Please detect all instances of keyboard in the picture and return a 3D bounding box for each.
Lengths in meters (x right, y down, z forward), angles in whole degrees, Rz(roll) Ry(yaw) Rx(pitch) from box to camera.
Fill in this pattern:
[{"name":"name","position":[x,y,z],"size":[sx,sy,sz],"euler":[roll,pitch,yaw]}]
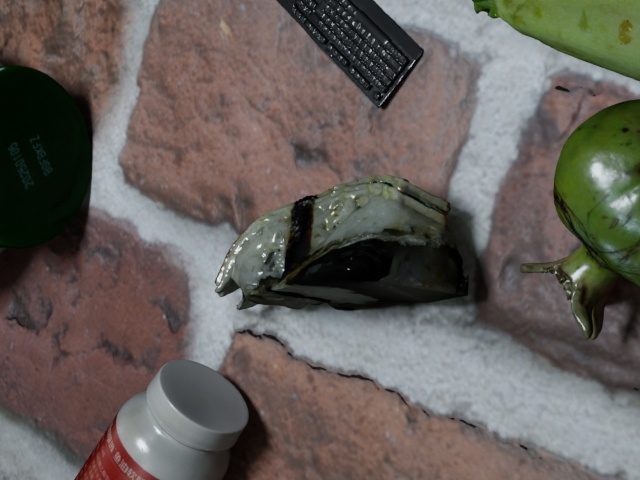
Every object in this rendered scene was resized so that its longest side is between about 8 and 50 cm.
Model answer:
[{"name":"keyboard","position":[0.021,-0.219,1.182],"size":[0.196,0.015,0.074],"euler":[51,118,28]}]

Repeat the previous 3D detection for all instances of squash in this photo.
[{"name":"squash","position":[0.277,-0.172,0.914],"size":[0.370,0.118,0.118],"euler":[25,104,41]}]

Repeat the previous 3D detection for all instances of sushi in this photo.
[{"name":"sushi","position":[0.008,0.005,1.134],"size":[0.273,0.134,0.109],"euler":[-13,67,53]}]

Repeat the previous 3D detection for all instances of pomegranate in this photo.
[{"name":"pomegranate","position":[0.238,-0.012,0.929],"size":[0.191,0.131,0.152],"euler":[-50,63,35]}]

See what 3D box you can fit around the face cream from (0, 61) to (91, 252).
[{"name":"face cream","position":[-0.474,-0.098,1.447],"size":[0.357,0.219,0.313],"euler":[1,88,36]}]

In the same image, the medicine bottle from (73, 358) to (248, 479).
[{"name":"medicine bottle","position":[-0.182,0.252,1.255],"size":[0.131,0.131,0.250],"euler":[49,117,29]}]
